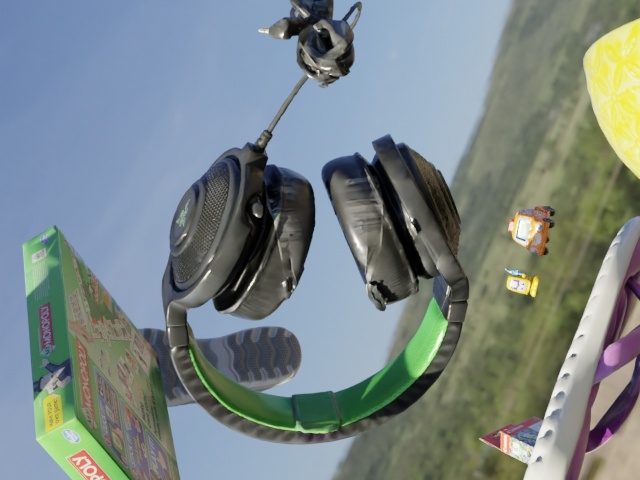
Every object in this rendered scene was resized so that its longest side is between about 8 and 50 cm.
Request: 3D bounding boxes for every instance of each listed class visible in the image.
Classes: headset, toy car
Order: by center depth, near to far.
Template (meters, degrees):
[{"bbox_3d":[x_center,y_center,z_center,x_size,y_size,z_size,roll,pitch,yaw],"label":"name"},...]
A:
[{"bbox_3d":[0.000,0.000,1.090,0.185,0.243,0.394,-111,18,-61],"label":"headset"},{"bbox_3d":[0.190,0.017,1.334,0.060,0.040,0.122,-71,-9,-50],"label":"toy car"}]

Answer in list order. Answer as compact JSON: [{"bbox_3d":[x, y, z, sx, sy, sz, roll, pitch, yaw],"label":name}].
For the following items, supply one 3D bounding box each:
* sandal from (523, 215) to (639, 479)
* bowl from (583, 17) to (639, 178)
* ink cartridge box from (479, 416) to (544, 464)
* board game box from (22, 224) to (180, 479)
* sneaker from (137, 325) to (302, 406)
[{"bbox_3d":[0.314,0.159,1.551,0.169,0.102,0.416,89,-156,-56],"label":"sandal"},{"bbox_3d":[0.355,-0.082,1.119,0.289,0.289,0.156,58,-150,-80],"label":"bowl"},{"bbox_3d":[0.259,0.245,1.763,0.063,0.115,0.029,-18,-64,-36],"label":"ink cartridge box"},{"bbox_3d":[-0.215,0.151,1.418,0.213,0.046,0.317,57,-173,-34],"label":"board game box"},{"bbox_3d":[-0.164,0.177,1.833,0.115,0.281,0.105,91,177,-67],"label":"sneaker"}]
